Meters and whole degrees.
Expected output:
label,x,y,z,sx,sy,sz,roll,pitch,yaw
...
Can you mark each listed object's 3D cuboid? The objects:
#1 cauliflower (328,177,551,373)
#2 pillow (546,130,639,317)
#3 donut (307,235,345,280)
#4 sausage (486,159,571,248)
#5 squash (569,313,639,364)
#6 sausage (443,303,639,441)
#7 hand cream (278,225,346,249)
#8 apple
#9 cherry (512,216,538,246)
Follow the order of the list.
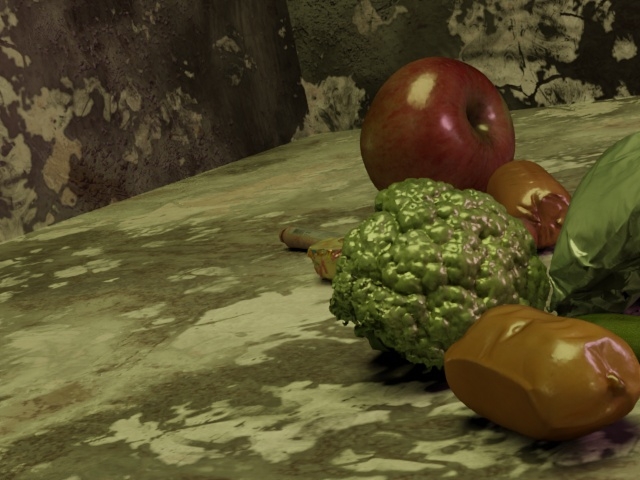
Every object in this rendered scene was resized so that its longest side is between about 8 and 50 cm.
label,x,y,z,sx,sy,sz,roll,pitch,yaw
cauliflower,0.137,0.070,1.522,0.250,0.275,0.272,-52,12,46
pillow,0.419,-0.049,1.554,0.283,0.138,0.310,-41,11,51
donut,0.045,0.032,2.069,0.166,0.065,0.108,-1,16,43
sausage,0.354,-0.063,2.076,0.121,0.121,0.304,-11,13,3
squash,0.342,0.115,1.327,0.069,0.069,0.258,-20,14,-37
sausage,0.222,0.131,1.234,0.136,0.120,0.241,-27,16,-16
hand cream,0.000,0.000,2.359,0.067,0.043,0.209,-23,21,-38
apple,0.222,-0.203,2.441,0.269,0.345,0.345,-19,4,40
cherry,0.281,0.009,1.881,0.126,0.087,0.106,-3,8,-24
